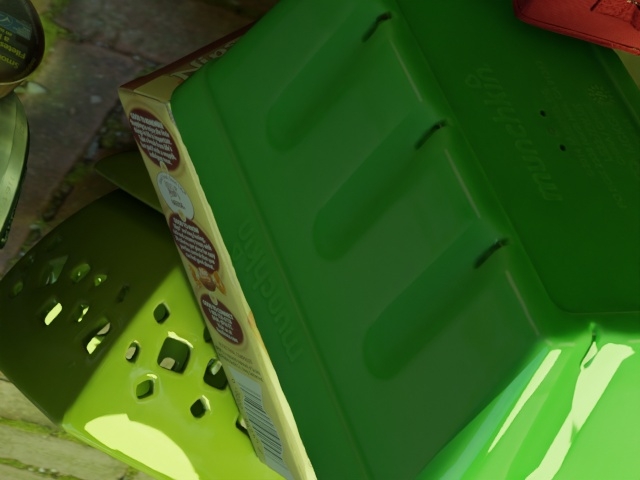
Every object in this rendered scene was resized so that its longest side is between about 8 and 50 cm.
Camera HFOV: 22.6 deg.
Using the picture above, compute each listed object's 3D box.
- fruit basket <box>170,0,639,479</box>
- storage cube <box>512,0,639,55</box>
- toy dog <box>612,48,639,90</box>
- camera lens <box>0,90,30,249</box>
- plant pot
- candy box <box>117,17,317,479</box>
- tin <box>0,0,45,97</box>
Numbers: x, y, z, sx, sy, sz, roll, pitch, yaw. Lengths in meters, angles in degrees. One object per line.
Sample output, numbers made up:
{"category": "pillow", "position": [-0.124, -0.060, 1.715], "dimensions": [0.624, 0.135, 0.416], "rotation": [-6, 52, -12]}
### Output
{"category": "fruit basket", "position": [0.071, 0.052, 0.988], "dimensions": [0.283, 0.392, 0.392], "rotation": [0, 148, -31]}
{"category": "storage cube", "position": [0.232, -0.223, 0.885], "dimensions": [0.184, 0.215, 0.193], "rotation": [16, 152, -14]}
{"category": "toy dog", "position": [0.306, 0.079, 1.034], "dimensions": [0.284, 0.408, 0.395], "rotation": [1, 125, -27]}
{"category": "camera lens", "position": [-0.364, -0.061, 1.143], "dimensions": [0.274, 0.219, 0.219], "rotation": [26, 137, -29]}
{"category": "plant pot", "position": [-0.108, 0.067, 1.270], "dimensions": [0.228, 0.207, 0.227], "rotation": [35, 176, -34]}
{"category": "candy box", "position": [0.000, 0.000, 1.142], "dimensions": [0.183, 0.087, 0.316], "rotation": [-29, 116, -23]}
{"category": "tin", "position": [-0.279, -0.162, 1.097], "dimensions": [0.190, 0.106, 0.040], "rotation": [27, 133, -28]}
